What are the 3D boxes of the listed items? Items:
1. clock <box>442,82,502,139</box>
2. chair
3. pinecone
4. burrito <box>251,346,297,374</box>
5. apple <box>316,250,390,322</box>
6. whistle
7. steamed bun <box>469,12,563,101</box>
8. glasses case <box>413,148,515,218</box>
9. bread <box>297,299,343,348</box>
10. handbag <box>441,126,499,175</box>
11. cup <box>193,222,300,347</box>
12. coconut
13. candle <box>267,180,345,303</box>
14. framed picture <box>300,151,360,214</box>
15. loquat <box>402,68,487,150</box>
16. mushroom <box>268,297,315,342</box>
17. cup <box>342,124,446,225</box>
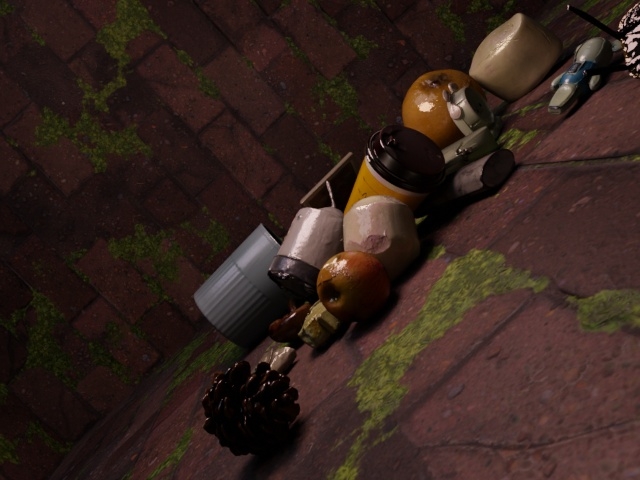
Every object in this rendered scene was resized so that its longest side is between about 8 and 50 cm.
[{"bbox_3d":[0.410,-0.351,1.612,0.062,0.191,0.151,-38,10,40],"label":"clock"},{"bbox_3d":[0.583,-0.378,1.026,0.247,0.172,0.159,2,-18,-28],"label":"chair"},{"bbox_3d":[-0.111,0.277,0.990,0.173,0.173,0.173,-42,7,7],"label":"pinecone"},{"bbox_3d":[-0.143,0.316,1.268,0.087,0.060,0.226,-26,17,51],"label":"burrito"},{"bbox_3d":[0.062,0.093,1.157,0.146,0.146,0.146,-42,7,7],"label":"apple"},{"bbox_3d":[0.567,-0.355,1.285,0.114,0.077,0.235,16,62,49],"label":"whistle"},{"bbox_3d":[0.572,-0.534,1.767,0.250,0.200,0.154,-47,19,47],"label":"steamed bun"},{"bbox_3d":[0.310,-0.122,1.348,0.114,0.060,0.299,-44,7,-22],"label":"glasses case"},{"bbox_3d":[0.012,0.171,1.270,0.117,0.064,0.156,-43,7,37],"label":"bread"},{"bbox_3d":[0.315,-0.187,1.520,0.219,0.079,0.256,-33,2,-28],"label":"handbag"},{"bbox_3d":[-0.205,0.140,1.862,0.311,0.257,0.331,-45,9,0],"label":"cup"},{"bbox_3d":[0.124,0.005,1.251,0.171,0.171,0.183,-33,52,55],"label":"coconut"},{"bbox_3d":[0.000,0.000,1.540,0.330,0.187,0.187,-65,14,-18],"label":"candle"},{"bbox_3d":[0.069,-0.083,1.718,0.211,0.289,0.020,-45,45,-15],"label":"framed picture"},{"bbox_3d":[0.377,-0.392,1.807,0.263,0.263,0.263,-42,7,7],"label":"loquat"},{"bbox_3d":[-0.061,0.196,1.458,0.135,0.080,0.170,-28,13,21],"label":"mushroom"},{"bbox_3d":[0.161,-0.118,1.386,0.196,0.196,0.279,-51,-10,-47],"label":"cup"}]
